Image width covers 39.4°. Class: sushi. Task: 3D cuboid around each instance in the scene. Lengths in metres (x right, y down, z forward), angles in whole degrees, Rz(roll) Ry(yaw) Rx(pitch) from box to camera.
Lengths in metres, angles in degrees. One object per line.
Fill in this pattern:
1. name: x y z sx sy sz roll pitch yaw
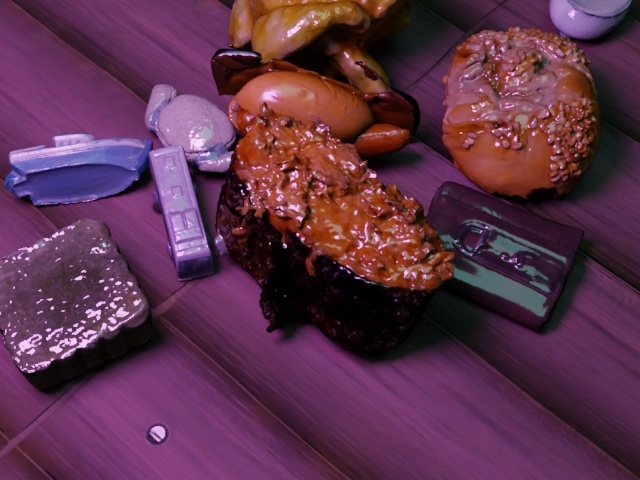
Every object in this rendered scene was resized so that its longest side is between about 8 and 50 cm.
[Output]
1. sushi: 0.000 0.000 1.203 0.348 0.208 0.234 37 55 15

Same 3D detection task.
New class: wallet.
1. wallet: 0.252 0.013 1.306 0.229 0.049 0.182 24 62 12

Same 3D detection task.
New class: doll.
1. doll: -0.193 -0.169 1.368 0.214 0.072 0.103 40 62 19

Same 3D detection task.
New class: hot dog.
1. hot dog: -0.007 -0.178 1.327 0.325 0.194 0.107 7 69 -2

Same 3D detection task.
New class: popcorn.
1. popcorn: 0.006 -0.375 1.398 0.321 0.290 0.325 34 42 19

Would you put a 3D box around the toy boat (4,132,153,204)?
1. toy boat: -0.354 -0.123 1.317 0.215 0.088 0.102 -9 55 -9

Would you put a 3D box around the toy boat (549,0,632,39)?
1. toy boat: 0.478 -0.420 1.597 0.134 0.079 0.208 34 50 7

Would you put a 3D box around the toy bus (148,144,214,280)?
1. toy bus: -0.198 -0.042 1.277 0.064 0.075 0.191 -12 68 -13

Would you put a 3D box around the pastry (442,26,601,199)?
1. pastry: 0.316 -0.217 1.392 0.255 0.162 0.311 5 59 -4

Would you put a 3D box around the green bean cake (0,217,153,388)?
1. green bean cake: -0.336 0.084 1.182 0.185 0.094 0.183 -26 64 -19
